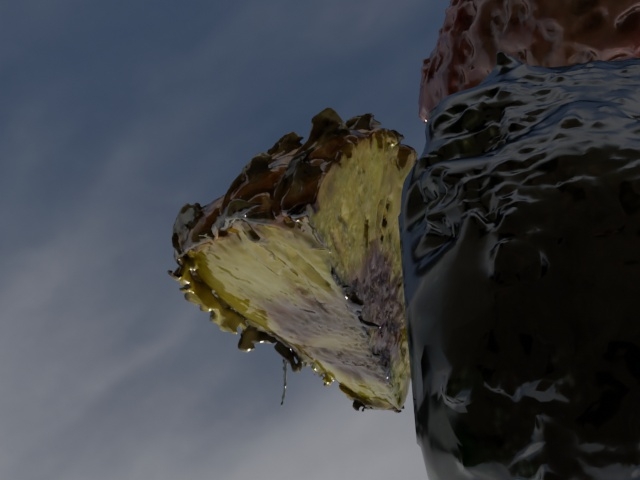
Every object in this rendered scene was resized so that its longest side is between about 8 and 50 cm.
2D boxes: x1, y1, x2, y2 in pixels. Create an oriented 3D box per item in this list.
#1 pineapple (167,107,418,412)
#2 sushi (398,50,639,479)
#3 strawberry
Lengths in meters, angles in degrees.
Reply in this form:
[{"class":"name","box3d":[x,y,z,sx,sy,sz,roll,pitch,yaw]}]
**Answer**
[{"class":"pineapple","box3d":[-0.005,-0.001,1.003,0.158,0.334,0.161,3,-117,25]},{"class":"sushi","box3d":[0.091,0.011,0.475,0.127,0.124,0.225,-1,-154,10]},{"class":"strawberry","box3d":[0.195,-0.164,1.214,0.149,0.336,0.265,-32,-93,-46]}]
